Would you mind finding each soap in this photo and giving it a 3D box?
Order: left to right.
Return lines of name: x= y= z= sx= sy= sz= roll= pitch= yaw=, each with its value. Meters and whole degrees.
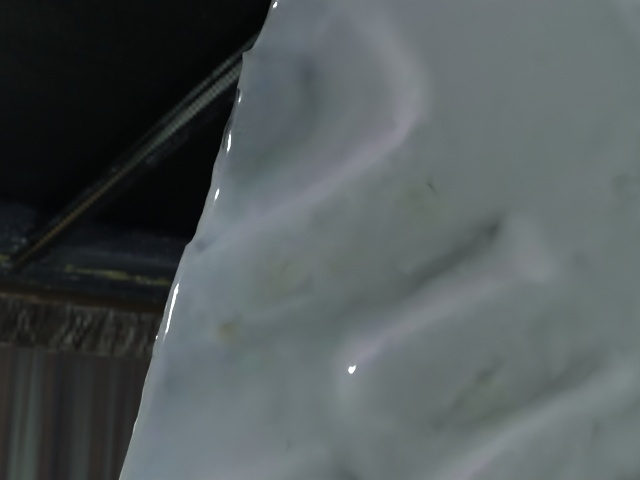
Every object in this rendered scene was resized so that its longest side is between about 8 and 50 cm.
soap: x=0.000 y=0.000 z=0.389 sx=0.257 sy=0.302 sz=0.159 roll=-26 pitch=-10 yaw=9
